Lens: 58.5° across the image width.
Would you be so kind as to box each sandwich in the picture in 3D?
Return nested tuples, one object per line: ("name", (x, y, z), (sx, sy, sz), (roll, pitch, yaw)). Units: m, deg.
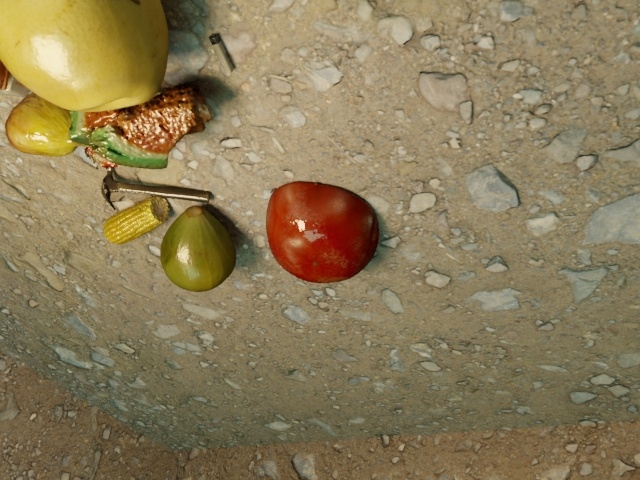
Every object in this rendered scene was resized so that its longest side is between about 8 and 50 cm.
("sandwich", (-0.365, -0.239, 1.264), (0.301, 0.162, 0.250), (-16, 170, 25))

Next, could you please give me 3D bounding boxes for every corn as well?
("corn", (-0.535, -0.055, 1.647), (0.244, 0.093, 0.093), (-21, 128, 37))

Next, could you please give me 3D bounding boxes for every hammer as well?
("hammer", (-0.444, -0.133, 1.545), (0.297, 0.125, 0.027), (5, 175, 1))

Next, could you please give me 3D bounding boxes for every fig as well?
("fig", (-0.349, 0.025, 1.593), (0.207, 0.207, 0.230), (-15, 112, 34))
("fig", (-0.624, -0.261, 1.368), (0.257, 0.159, 0.159), (19, 144, 22))

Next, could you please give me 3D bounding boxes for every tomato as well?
("tomato", (-0.008, 0.008, 1.492), (0.338, 0.143, 0.338), (10, 143, 8))

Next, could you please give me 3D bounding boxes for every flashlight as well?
("flashlight", (-0.206, -0.388, 1.190), (0.018, 0.018, 0.083), (-1, 137, 24))

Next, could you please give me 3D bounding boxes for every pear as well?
("pear", (-0.434, -0.381, 1.052), (0.309, 0.309, 0.309), (10, 141, 9))

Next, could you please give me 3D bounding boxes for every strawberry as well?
("strawberry", (-0.539, -0.242, 1.467), (0.152, 0.048, 0.104), (-28, 118, 24))

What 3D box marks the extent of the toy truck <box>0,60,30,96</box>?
("toy truck", (-0.681, -0.382, 1.085), (0.173, 0.206, 0.387), (5, -177, -4))
